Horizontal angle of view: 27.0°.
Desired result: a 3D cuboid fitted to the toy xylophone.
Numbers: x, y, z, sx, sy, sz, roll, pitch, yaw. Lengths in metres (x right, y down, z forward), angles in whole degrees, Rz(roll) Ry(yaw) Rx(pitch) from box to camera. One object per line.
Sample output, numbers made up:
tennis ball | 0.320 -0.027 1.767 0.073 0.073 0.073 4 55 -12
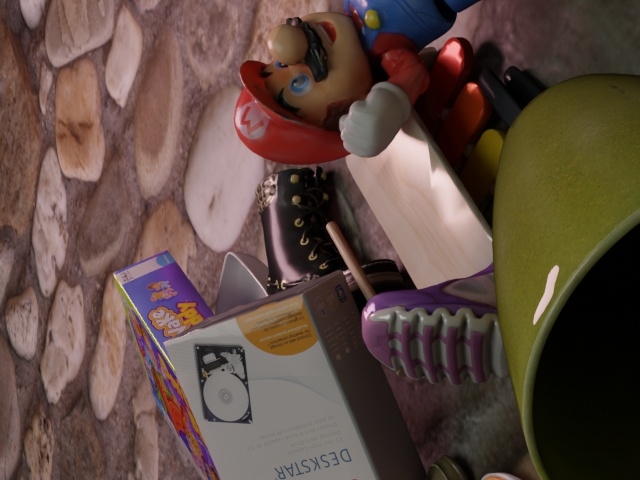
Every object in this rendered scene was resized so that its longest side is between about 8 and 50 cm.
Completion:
toy xylophone | 0.106 -0.023 1.233 0.236 0.081 0.323 -58 45 46

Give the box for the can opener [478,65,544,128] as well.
can opener | 0.183 -0.092 1.109 0.186 0.059 0.073 56 140 42

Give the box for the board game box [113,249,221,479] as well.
board game box | -0.131 0.200 1.611 0.347 0.078 0.233 48 156 48

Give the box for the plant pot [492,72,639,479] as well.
plant pot | 0.225 0.004 0.879 0.293 0.274 0.275 -108 27 -60

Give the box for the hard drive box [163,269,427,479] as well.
hard drive box | -0.024 0.170 1.330 0.181 0.089 0.232 -21 94 30

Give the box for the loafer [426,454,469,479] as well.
loafer | 0.113 0.282 1.292 0.056 0.050 0.148 21 112 59

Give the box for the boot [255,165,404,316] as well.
boot | -0.002 0.000 1.433 0.236 0.085 0.179 -27 67 58

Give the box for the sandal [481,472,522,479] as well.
sandal | 0.169 0.339 1.172 0.102 0.076 0.265 -28 69 59

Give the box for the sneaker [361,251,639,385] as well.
sneaker | 0.149 0.048 1.050 0.095 0.236 0.105 89 178 -56

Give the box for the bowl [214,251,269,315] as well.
bowl | -0.075 0.095 1.606 0.142 0.053 0.142 45 131 49

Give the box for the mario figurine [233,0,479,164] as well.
mario figurine | 0.041 -0.195 1.124 0.320 0.170 0.198 -44 14 13
